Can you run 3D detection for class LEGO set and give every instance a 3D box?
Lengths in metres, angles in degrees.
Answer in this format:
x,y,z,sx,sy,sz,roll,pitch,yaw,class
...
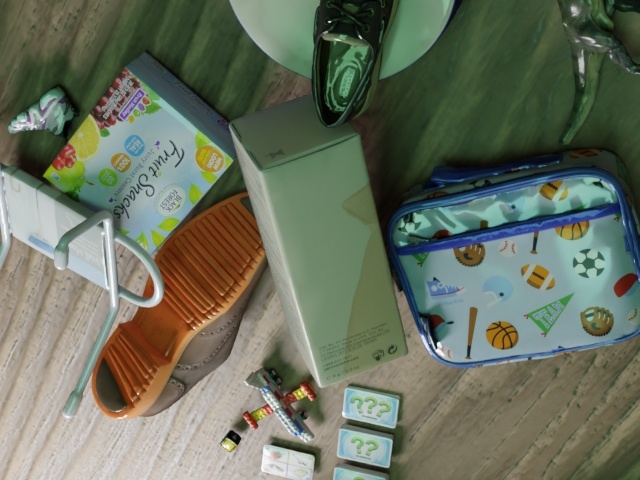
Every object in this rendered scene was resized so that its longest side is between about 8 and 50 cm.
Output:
x,y,z,sx,sy,sz,roll,pitch,yaw,class
-0.022,0.274,1.664,0.244,0.060,0.182,12,116,11,LEGO set

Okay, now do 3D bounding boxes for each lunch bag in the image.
x,y,z,sx,sy,sz,roll,pitch,yaw,class
0.228,0.018,1.417,0.303,0.115,0.243,-12,111,21,lunch bag

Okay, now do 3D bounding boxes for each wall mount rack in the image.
x,y,z,sx,sy,sz,roll,pitch,yaw,class
-0.371,0.049,1.560,0.350,0.130,0.304,28,136,23,wall mount rack

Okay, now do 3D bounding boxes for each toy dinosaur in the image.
x,y,z,sx,sy,sz,roll,pitch,yaw,class
0.308,-0.227,1.292,0.118,0.064,0.268,3,121,23,toy dinosaur

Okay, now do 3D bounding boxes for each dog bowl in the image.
x,y,z,sx,sy,sz,roll,pitch,yaw,class
0.030,-0.307,1.303,0.265,0.104,0.265,7,119,13,dog bowl

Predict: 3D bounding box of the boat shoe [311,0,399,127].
x,y,z,sx,sy,sz,roll,pitch,yaw,class
0.033,-0.219,1.244,0.080,0.073,0.223,12,122,7,boat shoe

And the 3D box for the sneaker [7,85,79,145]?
x,y,z,sx,sy,sz,roll,pitch,yaw,class
-0.351,-0.146,1.544,0.098,0.038,0.069,-31,105,29,sneaker

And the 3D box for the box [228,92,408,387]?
x,y,z,sx,sy,sz,roll,pitch,yaw,class
0.000,0.000,1.413,0.121,0.148,0.311,-20,124,-9,box

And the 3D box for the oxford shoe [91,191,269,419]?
x,y,z,sx,sy,sz,roll,pitch,yaw,class
-0.156,0.085,1.580,0.363,0.133,0.130,-50,60,18,oxford shoe

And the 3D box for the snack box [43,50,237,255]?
x,y,z,sx,sy,sz,roll,pitch,yaw,class
-0.220,-0.103,1.509,0.174,0.070,0.207,41,123,-7,snack box
